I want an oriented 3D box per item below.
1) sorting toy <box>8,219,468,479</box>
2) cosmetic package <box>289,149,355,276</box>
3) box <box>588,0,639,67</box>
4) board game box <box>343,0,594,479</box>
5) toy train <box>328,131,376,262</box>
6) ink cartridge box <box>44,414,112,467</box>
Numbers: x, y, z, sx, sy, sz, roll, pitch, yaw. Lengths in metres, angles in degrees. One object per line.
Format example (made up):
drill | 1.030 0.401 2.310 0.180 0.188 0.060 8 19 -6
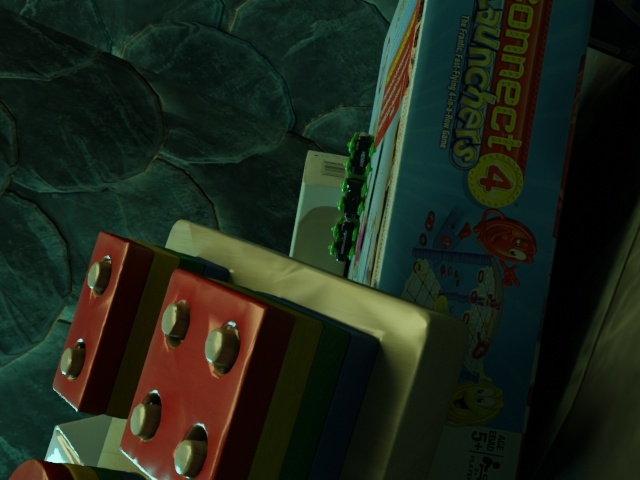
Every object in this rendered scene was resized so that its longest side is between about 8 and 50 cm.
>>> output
sorting toy | -0.075 0.124 0.526 0.257 0.089 0.255 18 91 57
cosmetic package | 0.000 0.000 0.777 0.060 0.041 0.115 -84 4 -60
box | 0.191 -0.182 0.582 0.054 0.059 0.169 -75 7 -55
board game box | 0.071 -0.014 0.663 0.308 0.086 0.302 116 164 -86
toy train | 0.020 -0.027 0.646 0.024 0.017 0.083 -57 -21 -66
ink cartridge box | -0.105 0.241 0.941 0.289 0.121 0.211 -6 -49 -42
